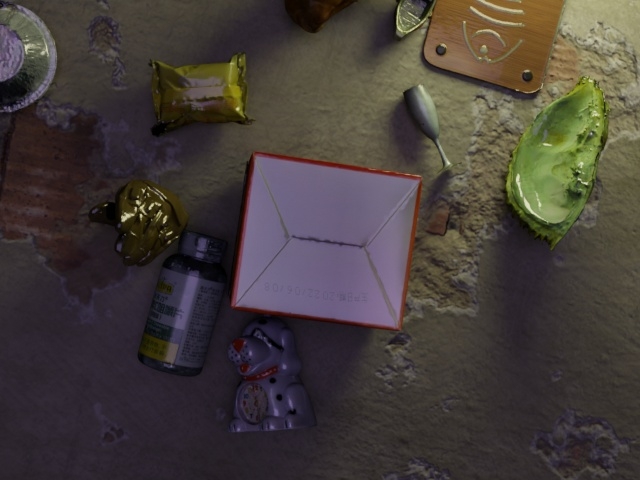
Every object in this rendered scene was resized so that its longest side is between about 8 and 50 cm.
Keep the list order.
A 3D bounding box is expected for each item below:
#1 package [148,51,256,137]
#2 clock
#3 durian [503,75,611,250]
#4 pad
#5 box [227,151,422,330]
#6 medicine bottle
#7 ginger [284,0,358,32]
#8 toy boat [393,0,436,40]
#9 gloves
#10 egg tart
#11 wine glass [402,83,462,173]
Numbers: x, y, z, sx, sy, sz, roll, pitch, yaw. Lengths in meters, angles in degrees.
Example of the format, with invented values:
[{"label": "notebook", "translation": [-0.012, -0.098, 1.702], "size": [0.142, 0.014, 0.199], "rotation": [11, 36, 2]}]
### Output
[{"label": "package", "translation": [-0.254, -0.310, 1.901], "size": [0.226, 0.090, 0.168], "rotation": [-4, 95, -3]}, {"label": "clock", "translation": [-0.110, 0.278, 1.896], "size": [0.189, 0.189, 0.253], "rotation": [-6, 86, -5]}, {"label": "durian", "translation": [0.508, -0.174, 1.922], "size": [0.163, 0.198, 0.394], "rotation": [21, 87, -4]}, {"label": "pad", "translation": [0.392, -0.493, 1.996], "size": [0.287, 0.018, 0.284], "rotation": [15, 90, -4]}, {"label": "box", "translation": [0.000, 0.000, 1.849], "size": [0.349, 0.257, 0.318], "rotation": [7, 92, -6]}, {"label": "medicine bottle", "translation": [-0.281, 0.128, 1.881], "size": [0.141, 0.141, 0.293], "rotation": [16, 89, -5]}, {"label": "ginger", "translation": [0.065, -0.569, 1.887], "size": [0.321, 0.165, 0.172], "rotation": [-26, 86, -2]}, {"label": "toy boat", "translation": [0.207, -0.512, 1.949], "size": [0.089, 0.071, 0.185], "rotation": [30, 89, -6]}, {"label": "gloves", "translation": [-0.347, -0.048, 1.780], "size": [0.141, 0.331, 0.154], "rotation": [-40, 94, 4]}, {"label": "egg tart", "translation": [-0.667, -0.382, 1.860], "size": [0.234, 0.094, 0.234], "rotation": [0, 93, -5]}, {"label": "wine glass", "translation": [0.244, -0.248, 1.964], "size": [0.066, 0.066, 0.198], "rotation": [-24, 92, -4]}]
